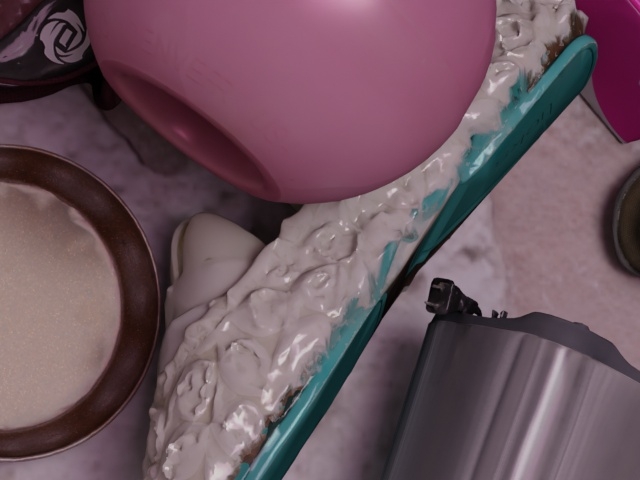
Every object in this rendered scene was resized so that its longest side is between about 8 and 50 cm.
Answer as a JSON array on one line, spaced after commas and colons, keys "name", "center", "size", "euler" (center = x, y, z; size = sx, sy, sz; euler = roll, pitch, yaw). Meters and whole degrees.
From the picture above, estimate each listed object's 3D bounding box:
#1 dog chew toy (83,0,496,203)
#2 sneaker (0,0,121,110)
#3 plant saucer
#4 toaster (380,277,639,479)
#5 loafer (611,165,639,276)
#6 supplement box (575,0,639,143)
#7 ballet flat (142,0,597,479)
[{"name": "dog chew toy", "center": [0.033, -0.182, 0.963], "size": [0.206, 0.206, 0.332], "euler": [40, 78, -14]}, {"name": "sneaker", "center": [-0.191, -0.169, 1.007], "size": [0.281, 0.106, 0.162], "euler": [34, 74, -16]}, {"name": "plant saucer", "center": [-0.168, 0.033, 1.028], "size": [0.168, 0.029, 0.168], "euler": [3, 83, -23]}, {"name": "toaster", "center": [0.124, 0.130, 1.072], "size": [0.227, 0.129, 0.146], "euler": [30, 74, -37]}, {"name": "loafer", "center": [0.302, -0.029, 1.180], "size": [0.251, 0.087, 0.094], "euler": [-13, 99, -6]}, {"name": "supplement box", "center": [0.244, -0.177, 1.190], "size": [0.220, 0.111, 0.114], "euler": [-45, 102, -21]}, {"name": "ballet flat", "center": [0.000, 0.000, 1.068], "size": [0.147, 0.147, 0.409], "euler": [44, 65, -12]}]
